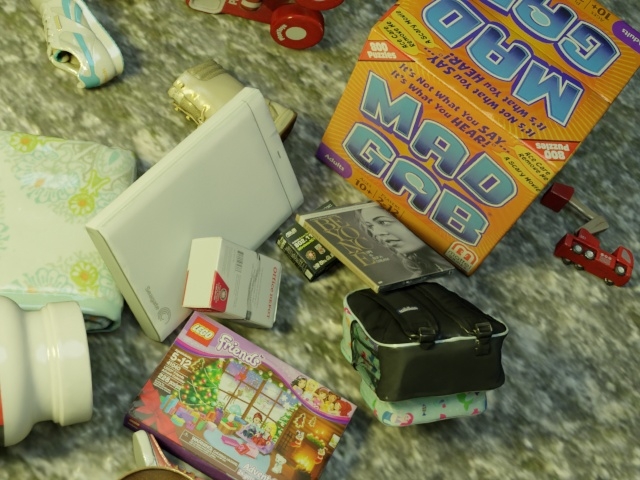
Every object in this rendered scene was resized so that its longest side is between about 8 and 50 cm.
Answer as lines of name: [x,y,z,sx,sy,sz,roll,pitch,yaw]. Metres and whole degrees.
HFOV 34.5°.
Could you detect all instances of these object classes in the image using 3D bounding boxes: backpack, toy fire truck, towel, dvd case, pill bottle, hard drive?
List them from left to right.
pill bottle: [-0.502,0.183,1.385,0.363,0.210,0.210,-6,64,-19]
towel: [-0.479,-0.026,1.580,0.374,0.090,0.320,7,61,-13]
hard drive: [-0.181,-0.043,1.601,0.047,0.233,0.353,18,52,40]
toy fire truck: [-0.093,-0.486,1.830,0.254,0.302,0.169,9,64,-17]
dvd case: [0.087,0.004,1.668,0.164,0.018,0.221,-12,38,-36]
backpack: [0.147,0.162,1.590,0.225,0.191,0.253,-5,25,-20]
toy fire truck: [0.488,-0.011,1.884,0.192,0.047,0.135,26,57,-2]

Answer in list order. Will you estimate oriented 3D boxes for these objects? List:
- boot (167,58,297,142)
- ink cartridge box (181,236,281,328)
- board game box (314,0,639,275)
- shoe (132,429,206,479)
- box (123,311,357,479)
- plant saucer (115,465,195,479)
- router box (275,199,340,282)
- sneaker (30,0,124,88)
boot: [-0.185,-0.186,1.751,0.203,0.095,0.262,36,56,4]
ink cartridge box: [-0.134,0.067,1.589,0.150,0.063,0.109,26,67,-50]
board game box: [0.268,-0.237,1.760,0.356,0.356,0.356,39,58,7]
shoe: [-0.205,0.347,1.473,0.081,0.063,0.178,-16,73,-25]
box: [-0.118,0.262,1.546,0.293,0.057,0.201,30,57,1]
plant saucer: [-0.217,0.405,1.402,0.198,0.036,0.199,-2,85,18]
router box: [0.000,0.000,1.737,0.122,0.038,0.092,-35,75,-29]
sneaker: [-0.439,-0.360,1.778,0.092,0.087,0.229,-35,74,-27]
